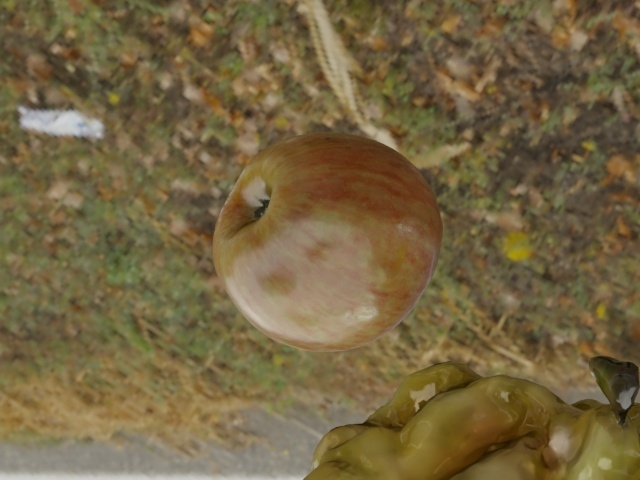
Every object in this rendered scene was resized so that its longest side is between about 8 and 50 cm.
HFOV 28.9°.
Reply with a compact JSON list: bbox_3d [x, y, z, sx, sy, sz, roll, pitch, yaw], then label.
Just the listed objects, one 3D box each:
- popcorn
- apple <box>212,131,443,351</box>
[{"bbox_3d":[0.058,0.108,0.355,0.180,0.180,0.170,8,119,38],"label":"popcorn"},{"bbox_3d":[0.000,0.000,0.806,0.131,0.146,0.146,28,160,-39],"label":"apple"}]
